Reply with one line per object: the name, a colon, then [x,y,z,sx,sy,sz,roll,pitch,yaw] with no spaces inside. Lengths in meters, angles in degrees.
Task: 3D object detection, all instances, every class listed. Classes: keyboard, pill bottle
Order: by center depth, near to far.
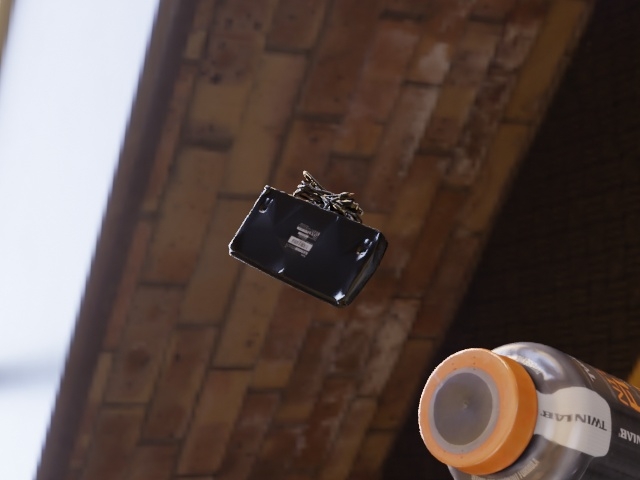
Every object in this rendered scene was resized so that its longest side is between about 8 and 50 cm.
pill bottle: [0.182,0.154,1.039,0.130,0.246,0.130,-20,59,37]
keyboard: [0.000,0.000,1.186,0.192,0.038,0.100,25,80,52]
